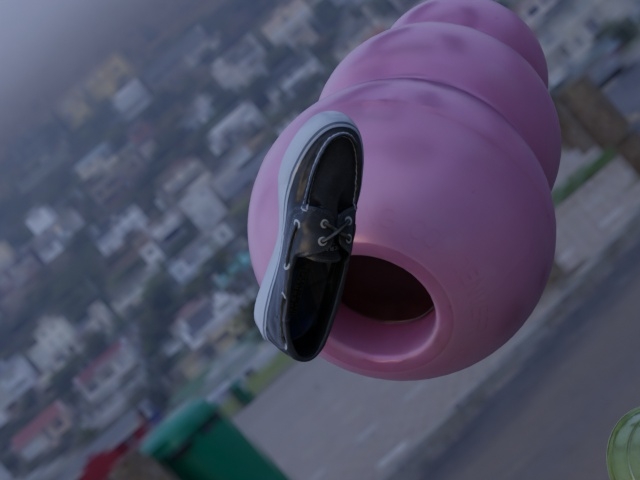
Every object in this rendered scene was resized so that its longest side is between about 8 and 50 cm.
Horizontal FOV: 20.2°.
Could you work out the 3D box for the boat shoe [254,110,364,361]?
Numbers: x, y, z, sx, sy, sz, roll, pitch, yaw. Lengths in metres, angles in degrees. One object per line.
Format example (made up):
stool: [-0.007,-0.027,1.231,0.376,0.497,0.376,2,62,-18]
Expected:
boat shoe: [0.000,0.000,0.982,0.049,0.040,0.142,-2,-62,-30]

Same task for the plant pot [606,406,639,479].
plant pot: [0.255,0.149,1.251,0.083,0.083,0.079,-40,2,-25]

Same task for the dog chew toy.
dog chew toy: [0.076,-0.056,1.263,0.206,0.207,0.332,-41,16,39]
